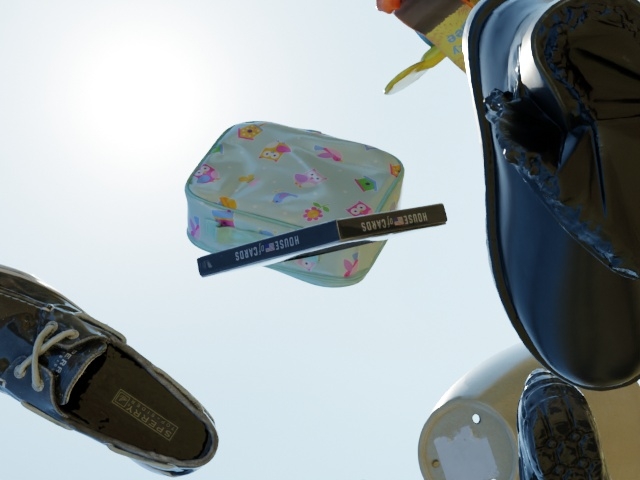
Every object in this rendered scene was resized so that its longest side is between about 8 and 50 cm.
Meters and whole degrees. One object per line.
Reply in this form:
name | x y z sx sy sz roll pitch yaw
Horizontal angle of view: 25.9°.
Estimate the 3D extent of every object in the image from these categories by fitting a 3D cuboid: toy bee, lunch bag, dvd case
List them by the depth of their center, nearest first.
toy bee | 0.103 -0.204 1.233 0.195 0.298 0.162 -63 -4 32
dvd case | 0.000 0.000 1.592 0.179 0.238 0.030 -10 -94 -45
lunch bag | -0.041 -0.049 1.884 0.224 0.279 0.108 -61 -21 -44

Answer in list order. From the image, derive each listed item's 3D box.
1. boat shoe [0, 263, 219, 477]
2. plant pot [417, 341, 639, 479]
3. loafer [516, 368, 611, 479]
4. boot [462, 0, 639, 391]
boat shoe | -0.219 0.109 1.192 0.108 0.301 0.102 -56 6 -13
plant pot | 0.234 0.246 1.667 0.274 0.256 0.256 2 -85 -59
loafer | 0.200 0.205 1.108 0.078 0.076 0.223 -96 -8 -66
boot | 0.136 -0.009 0.696 0.207 0.094 0.246 -98 -7 -76
